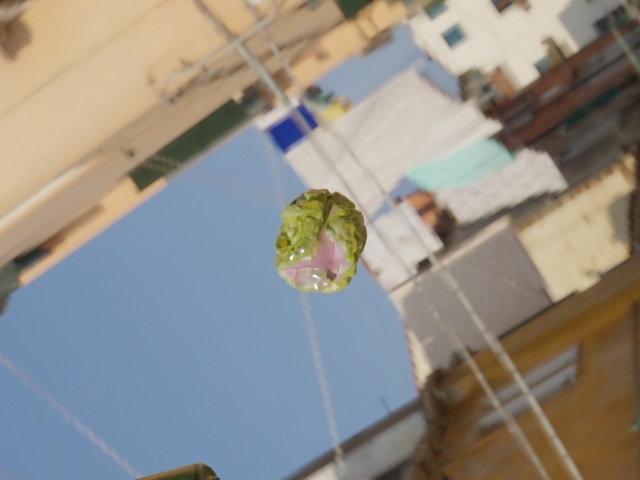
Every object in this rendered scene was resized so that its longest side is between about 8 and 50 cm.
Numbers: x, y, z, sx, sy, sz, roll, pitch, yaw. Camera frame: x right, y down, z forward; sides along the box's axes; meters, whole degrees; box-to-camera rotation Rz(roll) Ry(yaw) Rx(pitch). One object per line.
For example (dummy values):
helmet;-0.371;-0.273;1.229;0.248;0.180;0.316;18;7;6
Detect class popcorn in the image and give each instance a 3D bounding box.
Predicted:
popcorn;0.000;0.000;2.008;0.126;0.126;0.145;-40;-57;-66

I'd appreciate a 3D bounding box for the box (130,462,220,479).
box;-0.098;0.336;1.179;0.328;0.178;0.252;59;-169;-51
